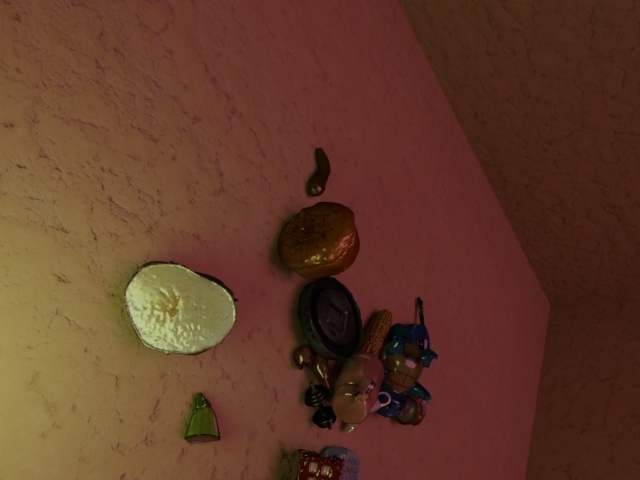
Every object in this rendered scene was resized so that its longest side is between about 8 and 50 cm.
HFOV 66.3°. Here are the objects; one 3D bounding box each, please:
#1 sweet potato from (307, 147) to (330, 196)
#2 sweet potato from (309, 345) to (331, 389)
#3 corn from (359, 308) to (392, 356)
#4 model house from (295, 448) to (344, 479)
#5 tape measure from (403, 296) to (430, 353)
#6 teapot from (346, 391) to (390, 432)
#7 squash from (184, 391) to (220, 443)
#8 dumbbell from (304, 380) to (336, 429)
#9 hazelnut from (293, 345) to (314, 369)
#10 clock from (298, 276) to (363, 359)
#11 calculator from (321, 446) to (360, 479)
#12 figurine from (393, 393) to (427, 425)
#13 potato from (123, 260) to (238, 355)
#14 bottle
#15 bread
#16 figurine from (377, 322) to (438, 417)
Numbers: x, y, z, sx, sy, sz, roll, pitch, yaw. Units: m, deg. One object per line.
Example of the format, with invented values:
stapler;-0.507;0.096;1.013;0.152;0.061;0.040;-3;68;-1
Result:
sweet potato;0.001;-0.274;2.001;0.081;0.062;0.233;34;55;-38
sweet potato;-0.011;0.432;1.842;0.074;0.074;0.270;17;53;-46
corn;0.227;0.412;2.098;0.102;0.101;0.313;56;43;-25
model house;-0.016;0.841;1.631;0.196;0.159;0.254;99;-1;-68
tape measure;0.451;0.433;2.349;0.215;0.097;0.352;17;68;-47
teapot;0.177;0.668;1.954;0.226;0.145;0.092;-29;69;-13
squash;-0.344;0.520;1.447;0.105;0.105;0.132;31;42;-41
dumbbell;0.001;0.608;1.797;0.099;0.099;0.209;-37;111;-46
hazelnut;-0.060;0.428;1.786;0.086;0.086;0.087;12;74;-47
clock;0.043;0.296;1.874;0.325;0.067;0.326;32;45;-39
calculator;0.058;0.881;1.853;0.302;0.042;0.189;29;63;-42
figurine;0.409;0.762;2.222;0.271;0.143;0.144;14;71;-67
potato;-0.396;0.194;1.378;0.299;0.196;0.247;27;74;-12
bottle;0.144;0.540;1.833;0.173;0.207;0.297;38;22;4
bread;-0.005;0.000;1.773;0.172;0.311;0.313;56;45;-43
figurine;0.335;0.536;2.093;0.297;0.243;0.417;27;61;-23
